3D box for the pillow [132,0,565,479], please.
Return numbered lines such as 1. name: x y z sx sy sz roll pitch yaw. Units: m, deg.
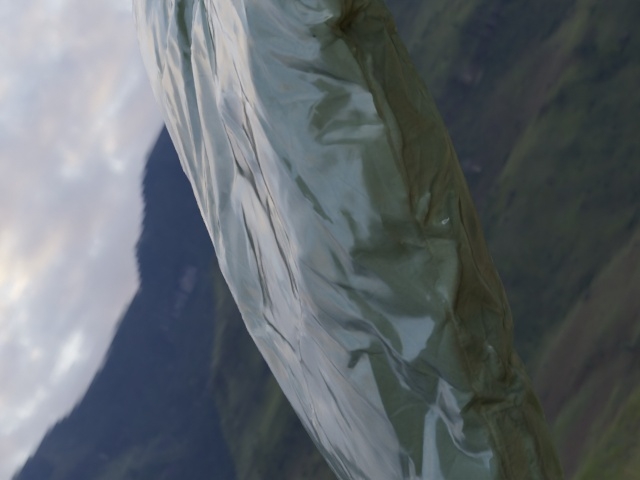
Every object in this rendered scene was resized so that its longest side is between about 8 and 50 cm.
1. pillow: 0.000 0.001 0.513 0.076 0.274 0.281 -25 20 -7
